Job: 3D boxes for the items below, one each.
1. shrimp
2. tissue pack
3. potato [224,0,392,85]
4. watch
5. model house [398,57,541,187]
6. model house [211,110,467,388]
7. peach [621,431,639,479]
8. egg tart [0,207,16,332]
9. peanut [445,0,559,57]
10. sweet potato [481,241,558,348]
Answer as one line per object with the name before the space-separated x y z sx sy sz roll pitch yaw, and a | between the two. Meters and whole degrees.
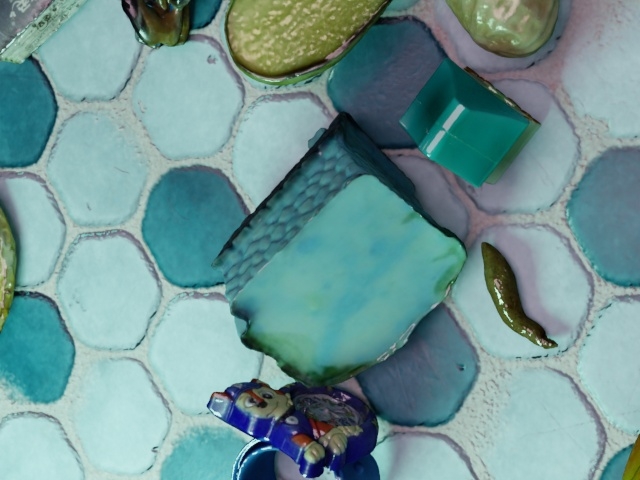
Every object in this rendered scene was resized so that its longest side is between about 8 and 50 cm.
shrimp | -0.259 -0.470 1.533 0.221 0.110 0.445 -6 97 65
tissue pack | -0.444 -0.392 1.649 0.173 0.073 0.235 -40 77 18
potato | 0.004 -0.300 1.449 0.160 0.111 0.271 41 92 9
watch | -0.028 0.286 1.460 0.196 0.171 0.200 24 112 32
model house | 0.170 -0.136 1.364 0.127 0.149 0.100 41 108 15
model house | 0.000 0.000 1.440 0.261 0.226 0.241 -46 38 14
peach | 0.466 0.289 1.179 0.332 0.308 0.307 34 103 13
egg tart | -0.583 0.039 1.693 0.315 0.120 0.314 1 93 22
peanut | 0.199 -0.356 1.364 0.136 0.120 0.298 -8 86 17
sweet potato | 0.228 0.071 1.405 0.041 0.038 0.153 -38 78 42
